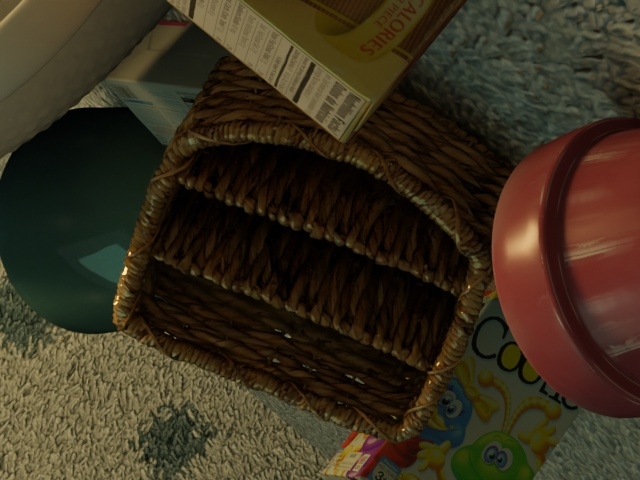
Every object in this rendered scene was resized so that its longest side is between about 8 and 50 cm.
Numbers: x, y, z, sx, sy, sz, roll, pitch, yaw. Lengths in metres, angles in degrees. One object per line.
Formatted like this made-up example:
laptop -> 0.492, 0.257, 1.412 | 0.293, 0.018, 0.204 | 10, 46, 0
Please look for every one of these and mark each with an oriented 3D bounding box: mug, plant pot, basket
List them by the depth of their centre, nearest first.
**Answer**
plant pot -> 0.241, 0.005, 0.760 | 0.201, 0.201, 0.180 | 43, 148, -16
mug -> -0.290, -0.204, 1.024 | 0.374, 0.328, 0.276 | 21, 156, 54
basket -> 0.000, 0.000, 1.035 | 0.299, 0.223, 0.213 | 24, 145, 3
plant pot -> -0.207, -0.030, 1.471 | 0.235, 0.293, 0.293 | -3, 138, 45

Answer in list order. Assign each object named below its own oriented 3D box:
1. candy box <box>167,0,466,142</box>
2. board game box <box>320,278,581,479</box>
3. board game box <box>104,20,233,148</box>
candy box -> -0.046, -0.230, 0.719 | 0.316, 0.183, 0.087 | 39, 165, 0
board game box -> 0.152, 0.172, 1.214 | 0.144, 0.275, 0.142 | 40, 164, -5
board game box -> -0.059, -0.091, 1.287 | 0.224, 0.097, 0.303 | 17, 152, 53
